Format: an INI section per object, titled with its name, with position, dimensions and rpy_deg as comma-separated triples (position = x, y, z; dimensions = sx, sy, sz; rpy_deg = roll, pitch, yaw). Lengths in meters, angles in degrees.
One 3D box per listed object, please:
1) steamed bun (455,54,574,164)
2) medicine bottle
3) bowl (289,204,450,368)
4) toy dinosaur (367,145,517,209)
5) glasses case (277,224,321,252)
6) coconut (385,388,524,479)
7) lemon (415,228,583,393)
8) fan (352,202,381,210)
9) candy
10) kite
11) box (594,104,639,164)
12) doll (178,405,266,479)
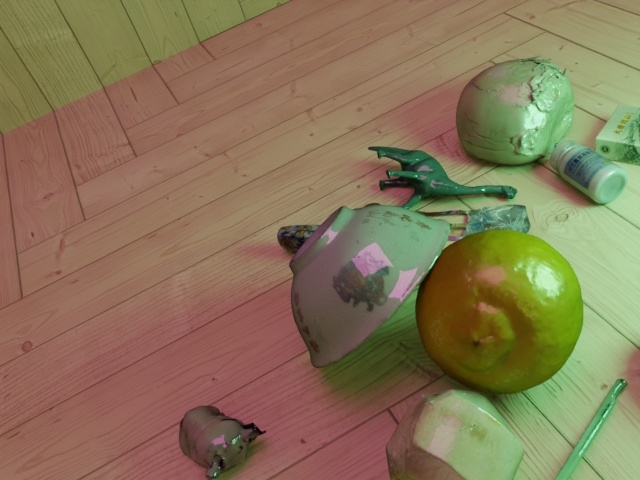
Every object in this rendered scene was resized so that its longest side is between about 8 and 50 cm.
[steamed bun]
position = 0.546, -0.390, 1.834
dimensions = 0.312, 0.233, 0.334
rpy_deg = 15, 50, 32
[medicine bottle]
position = 0.689, -0.181, 1.649
dimensions = 0.103, 0.102, 0.186
rpy_deg = -27, 42, -7
[bowl]
position = 0.059, 0.053, 1.401
dimensions = 0.435, 0.196, 0.435
rpy_deg = -48, 6, 6
[toy dinosaur]
position = 0.340, -0.203, 1.835
dimensions = 0.331, 0.129, 0.383
rpy_deg = -10, 40, -5
[glasses case]
position = 0.000, 0.000, 1.740
dimensions = 0.248, 0.087, 0.065
rpy_deg = 3, 50, 25
[coconut]
position = 0.239, 0.375, 1.146
dimensions = 0.241, 0.241, 0.241
rpy_deg = -11, 42, 10
[lemon]
position = 0.355, 0.135, 1.274
dimensions = 0.348, 0.348, 0.348
rpy_deg = -11, 42, 10
[fan]
position = 0.081, -0.036, 1.805
dimensions = 0.227, 0.008, 0.152
rpy_deg = -18, 42, 2
[candy]
position = 0.448, 0.397, 1.142
dimensions = 0.119, 0.119, 0.440
rpy_deg = 21, 48, 37
[kite]
position = 0.395, -0.047, 1.690
dimensions = 0.310, 0.015, 0.169
rpy_deg = 7, 48, 24
[box]
position = 0.888, -0.270, 1.690
dimensions = 0.257, 0.069, 0.164
rpy_deg = 20, 55, 36
[doll]
position = -0.225, 0.422, 1.370
dimensions = 0.192, 0.095, 0.149
rpy_deg = 21, 53, 40
